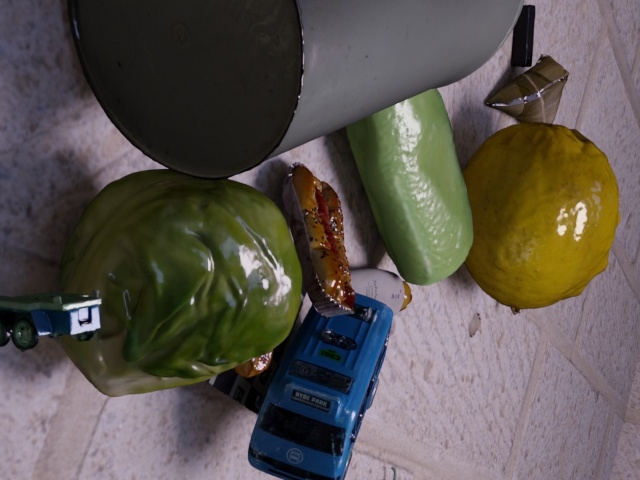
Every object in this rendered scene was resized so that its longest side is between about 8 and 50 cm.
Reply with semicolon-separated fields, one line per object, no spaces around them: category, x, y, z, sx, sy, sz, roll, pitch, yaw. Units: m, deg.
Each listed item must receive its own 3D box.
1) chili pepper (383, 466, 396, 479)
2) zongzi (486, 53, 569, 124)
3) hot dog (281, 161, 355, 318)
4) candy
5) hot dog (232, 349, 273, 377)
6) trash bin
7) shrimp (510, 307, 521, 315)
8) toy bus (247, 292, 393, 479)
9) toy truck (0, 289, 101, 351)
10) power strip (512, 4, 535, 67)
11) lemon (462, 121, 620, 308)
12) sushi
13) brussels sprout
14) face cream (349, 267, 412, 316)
chili pepper;0.098;0.433;1.434;0.050;0.041;0.153;25;73;-15
zongzi;0.361;-0.233;1.660;0.176;0.078;0.160;-34;146;-19
hot dog;0.000;0.000;1.054;0.108;0.059;0.191;43;30;-59
candy;0.112;-0.092;1.224;0.142;0.132;0.344;-39;131;-21
hot dog;-0.068;0.070;0.946;0.062;0.038;0.144;-4;103;-63
trash bin;0.007;-0.241;0.863;0.432;0.280;0.281;-34;127;-47
shrimp;0.365;0.024;1.740;0.133;0.053;0.236;1;94;-61
toy bus;0.006;0.164;1.060;0.246;0.113;0.134;-59;165;-59
toy truck;-0.230;0.031;0.650;0.067;0.175;0.081;-6;97;-58
power strip;0.366;-0.367;1.650;0.038;0.029;0.111;-14;108;-56
lemon;0.347;-0.033;1.496;0.285;0.285;0.316;0;105;-59
sushi;-0.091;0.073;1.008;0.192;0.050;0.215;-70;156;-17
brussels sprout;-0.121;0.038;0.805;0.161;0.223;0.223;-106;176;-48
face cream;0.070;0.074;1.270;0.182;0.051;0.072;10;86;-60
